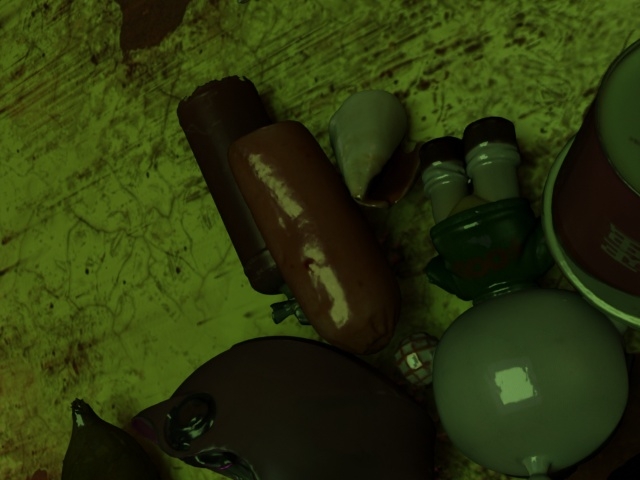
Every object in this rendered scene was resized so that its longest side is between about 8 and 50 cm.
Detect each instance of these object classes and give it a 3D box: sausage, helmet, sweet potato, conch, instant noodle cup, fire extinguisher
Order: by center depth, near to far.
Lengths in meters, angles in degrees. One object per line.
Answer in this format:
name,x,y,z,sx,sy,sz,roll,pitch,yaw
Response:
instant noodle cup,0.304,-0.056,0.728,0.235,0.178,0.234,-4,67,9
sausage,0.000,0.000,0.932,0.113,0.113,0.259,-37,74,26
helmet,-0.022,0.205,0.945,0.338,0.271,0.197,22,72,40
conch,0.063,-0.098,0.959,0.094,0.104,0.176,-29,29,8
fire extinguisher,-0.043,-0.037,1.047,0.147,0.106,0.337,-27,75,3
sweet potato,-0.258,0.385,1.141,0.158,0.158,0.369,-14,75,31

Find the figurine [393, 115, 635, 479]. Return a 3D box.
figurine,0.184,0.064,0.863,0.281,0.167,0.370,-20,70,27

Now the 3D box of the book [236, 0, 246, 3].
book,-0.054,-0.393,1.104,0.182,0.014,0.127,-28,75,28

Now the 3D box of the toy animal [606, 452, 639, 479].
toy animal,0.291,0.288,0.703,0.303,0.344,0.194,-19,124,28
